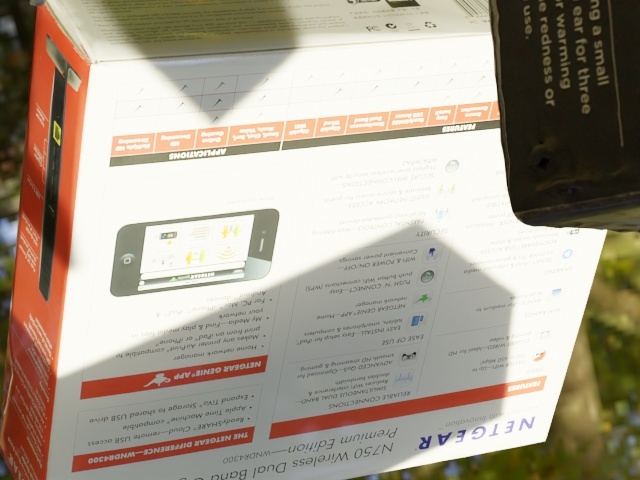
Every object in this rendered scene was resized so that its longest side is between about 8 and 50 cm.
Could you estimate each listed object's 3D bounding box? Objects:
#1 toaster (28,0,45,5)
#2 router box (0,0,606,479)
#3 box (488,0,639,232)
[{"bbox_3d":[-0.133,-0.188,0.719,0.110,0.185,0.168,-1,-161,-16],"label":"toaster"},{"bbox_3d":[0.000,0.000,1.073,0.335,0.301,0.082,-7,-143,-26],"label":"router box"},{"bbox_3d":[0.156,-0.065,0.378,0.153,0.108,0.207,3,170,-44],"label":"box"}]
